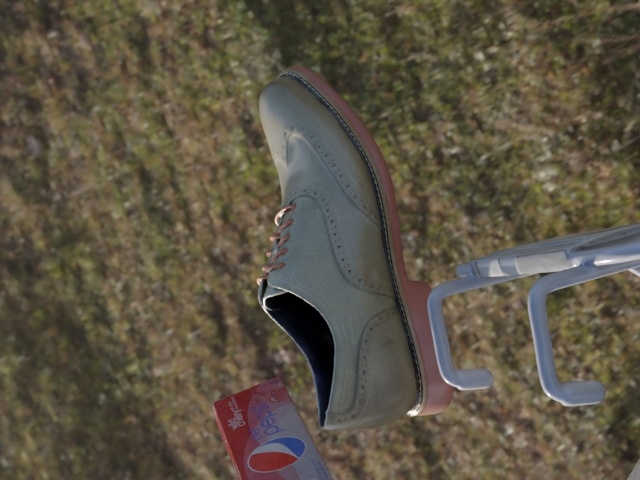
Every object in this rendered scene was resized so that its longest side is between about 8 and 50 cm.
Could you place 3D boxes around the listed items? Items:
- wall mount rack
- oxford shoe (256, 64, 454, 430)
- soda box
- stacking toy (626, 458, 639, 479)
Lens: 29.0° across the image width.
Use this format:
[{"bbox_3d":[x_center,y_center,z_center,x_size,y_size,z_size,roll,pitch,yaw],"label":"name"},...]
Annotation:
[{"bbox_3d":[0.262,0.048,0.978,0.350,0.304,0.130,167,91,-74],"label":"wall mount rack"},{"bbox_3d":[0.000,0.000,1.242,0.140,0.146,0.397,115,137,-60],"label":"oxford shoe"},{"bbox_3d":[-0.046,0.249,1.361,0.263,0.092,0.083,-130,21,-67],"label":"soda box"},{"bbox_3d":[0.463,0.312,0.897,0.480,0.350,0.350,34,144,-5],"label":"stacking toy"}]
